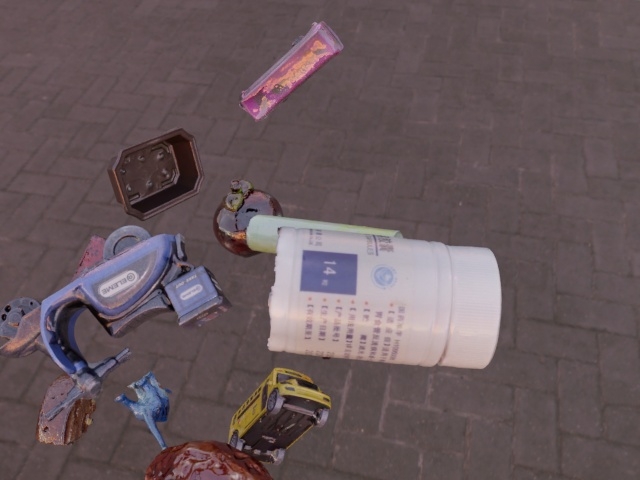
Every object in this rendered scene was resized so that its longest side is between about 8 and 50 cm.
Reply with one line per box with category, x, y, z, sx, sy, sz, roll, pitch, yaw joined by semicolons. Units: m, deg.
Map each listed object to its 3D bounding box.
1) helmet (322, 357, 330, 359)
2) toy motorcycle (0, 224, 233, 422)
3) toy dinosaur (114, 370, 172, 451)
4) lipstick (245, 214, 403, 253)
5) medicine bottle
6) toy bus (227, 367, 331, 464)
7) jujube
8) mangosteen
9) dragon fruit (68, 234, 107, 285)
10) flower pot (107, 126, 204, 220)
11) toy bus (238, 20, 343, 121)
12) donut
helmet;0.044;0.233;1.485;0.123;0.098;0.070;-35;80;10
toy motorcycle;-0.342;0.122;0.990;0.358;0.125;0.212;-30;75;-3
toy dinosaur;-0.377;0.356;1.371;0.076;0.144;0.329;-39;15;-6
lipstick;0.000;0.000;1.138;0.304;0.076;0.076;7;46;27
medicine bottle;0.092;0.087;0.926;0.332;0.190;0.190;6;47;-2
toy bus;-0.110;0.429;1.533;0.145;0.331;0.151;22;39;-21
jujube;-0.193;0.448;1.068;0.290;0.197;0.197;3;41;44
mangosteen;-0.216;-0.061;1.789;0.216;0.216;0.216;-2;46;3
dragon fruit;-0.469;0.072;1.350;0.127;0.120;0.161;26;78;0
flower pot;-0.411;-0.165;1.503;0.084;0.179;0.251;7;29;37
toy bus;-0.076;-0.388;1.438;0.274;0.090;0.112;-38;16;22
donut;-0.650;0.420;1.587;0.126;0.144;0.187;1;80;7
